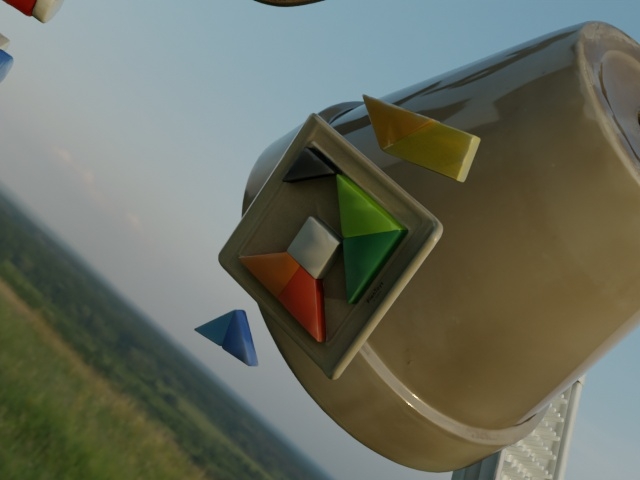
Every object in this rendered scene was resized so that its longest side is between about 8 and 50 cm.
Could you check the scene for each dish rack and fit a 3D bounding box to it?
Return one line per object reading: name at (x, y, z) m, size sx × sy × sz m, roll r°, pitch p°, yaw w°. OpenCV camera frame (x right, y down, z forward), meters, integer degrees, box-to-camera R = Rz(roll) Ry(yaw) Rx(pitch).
dish rack at (0.241, 0.201, 1.273) m, size 0.072 × 0.333 × 0.285 m, roll 6°, pitch -21°, yaw 27°

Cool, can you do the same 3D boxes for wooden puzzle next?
wooden puzzle at (0.000, 0.000, 0.369) m, size 0.078 × 0.116 × 0.014 m, roll 37°, pitch 17°, yaw 33°

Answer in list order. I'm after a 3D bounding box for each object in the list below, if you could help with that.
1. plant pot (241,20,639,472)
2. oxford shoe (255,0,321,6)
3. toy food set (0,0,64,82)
plant pot at (0.146, -0.018, 0.836) m, size 0.323 × 0.323 × 0.280 m, roll 44°, pitch -52°, yaw -15°
oxford shoe at (-0.054, -0.266, 0.979) m, size 0.212 × 0.076 × 0.076 m, roll 8°, pitch -26°, yaw 19°
toy food set at (-0.220, -0.147, 0.698) m, size 0.104 × 0.111 × 0.232 m, roll 35°, pitch 31°, yaw -4°
